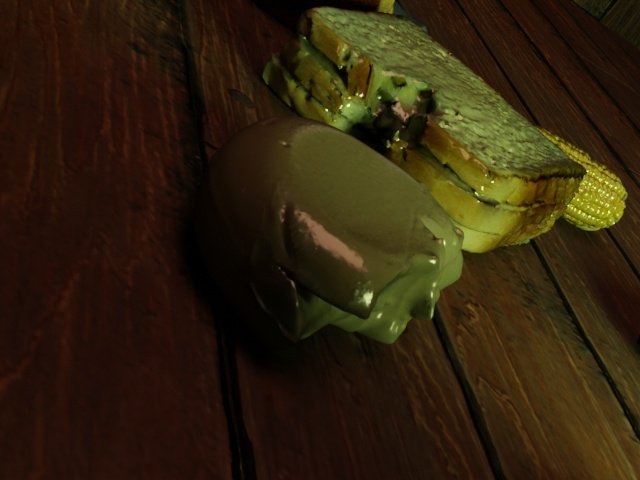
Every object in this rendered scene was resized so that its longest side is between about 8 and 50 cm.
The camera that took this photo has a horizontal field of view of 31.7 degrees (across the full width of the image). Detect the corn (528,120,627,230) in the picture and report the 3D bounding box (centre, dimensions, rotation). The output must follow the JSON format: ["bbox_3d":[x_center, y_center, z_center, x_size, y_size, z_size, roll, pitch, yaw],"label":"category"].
[{"bbox_3d":[0.245,-0.081,1.240,0.238,0.080,0.080,28,24,-25],"label":"corn"}]

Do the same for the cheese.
[{"bbox_3d":[0.000,0.000,0.714,0.175,0.091,0.202,39,24,3],"label":"cheese"}]

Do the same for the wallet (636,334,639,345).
[{"bbox_3d":[0.466,0.223,1.003,0.228,0.062,0.406,12,33,-46],"label":"wallet"}]

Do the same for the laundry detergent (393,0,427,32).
[{"bbox_3d":[0.062,-0.271,1.355,0.206,0.061,0.097,47,26,20],"label":"laundry detergent"}]

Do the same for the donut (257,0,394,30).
[{"bbox_3d":[0.023,-0.301,1.253,0.141,0.085,0.217,49,45,14],"label":"donut"}]

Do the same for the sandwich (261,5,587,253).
[{"bbox_3d":[0.101,-0.107,1.059,0.273,0.095,0.249,45,23,19],"label":"sandwich"}]
